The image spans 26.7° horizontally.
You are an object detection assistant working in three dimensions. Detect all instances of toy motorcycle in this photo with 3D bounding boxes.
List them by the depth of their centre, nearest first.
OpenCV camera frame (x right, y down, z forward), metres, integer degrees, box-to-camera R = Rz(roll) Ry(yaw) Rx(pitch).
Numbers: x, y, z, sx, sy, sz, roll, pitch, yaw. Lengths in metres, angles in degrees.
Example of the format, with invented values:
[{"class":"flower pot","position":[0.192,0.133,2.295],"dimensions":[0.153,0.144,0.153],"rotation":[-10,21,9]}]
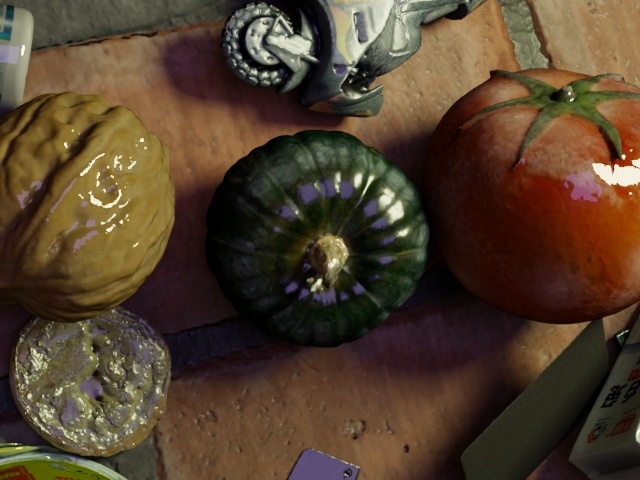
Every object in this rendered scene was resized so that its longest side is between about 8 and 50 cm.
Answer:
[{"class":"toy motorcycle","position":[0.044,-0.229,1.371],"dimensions":[0.307,0.108,0.173],"rotation":[-40,103,-19]}]

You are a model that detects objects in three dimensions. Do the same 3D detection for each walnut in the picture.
[{"class":"walnut","position":[-0.230,-0.027,1.196],"dimensions":[0.213,0.213,0.213],"rotation":[3,81,-17]}]

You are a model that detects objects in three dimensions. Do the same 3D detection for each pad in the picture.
[{"class":"pad","position":[0.222,0.182,1.361],"dimensions":[0.211,0.143,0.003],"rotation":[-42,51,-19]}]

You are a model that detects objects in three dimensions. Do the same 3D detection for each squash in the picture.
[{"class":"squash","position":[-0.001,-0.002,1.282],"dimensions":[0.218,0.172,0.218],"rotation":[3,79,-13]}]

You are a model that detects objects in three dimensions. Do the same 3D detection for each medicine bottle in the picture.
[{"class":"medicine bottle","position":[-0.365,-0.176,1.230],"dimensions":[0.191,0.107,0.107],"rotation":[9,79,-16]}]

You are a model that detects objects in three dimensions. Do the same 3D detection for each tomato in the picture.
[{"class":"tomato","position":[0.232,-0.040,1.322],"dimensions":[0.264,0.265,0.265],"rotation":[3,81,-17]}]

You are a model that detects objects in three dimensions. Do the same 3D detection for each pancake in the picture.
[{"class":"pancake","position":[-0.217,0.128,1.274],"dimensions":[0.158,0.028,0.158],"rotation":[4,79,-19]}]

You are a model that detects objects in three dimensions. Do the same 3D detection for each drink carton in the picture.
[{"class":"drink carton","position":[0.386,0.120,1.383],"dimensions":[0.106,0.130,0.315],"rotation":[36,64,-6]}]

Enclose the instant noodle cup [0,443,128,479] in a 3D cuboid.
[{"class":"instant noodle cup","position":[-0.235,0.327,1.136],"dimensions":[0.311,0.221,0.311],"rotation":[3,81,-18]}]

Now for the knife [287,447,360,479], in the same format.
[{"class":"knife","position":[-0.032,0.324,1.309],"dimensions":[0.072,0.019,0.245],"rotation":[22,73,-9]}]

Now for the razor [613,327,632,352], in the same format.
[{"class":"razor","position":[0.365,0.181,1.442],"dimensions":[0.066,0.033,0.190],"rotation":[-26,90,-20]}]
